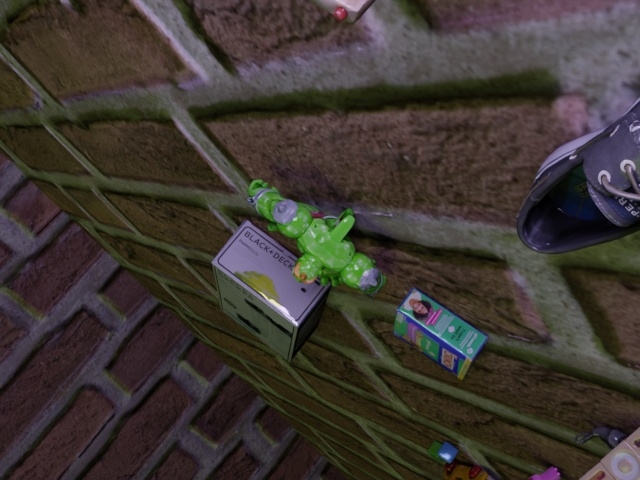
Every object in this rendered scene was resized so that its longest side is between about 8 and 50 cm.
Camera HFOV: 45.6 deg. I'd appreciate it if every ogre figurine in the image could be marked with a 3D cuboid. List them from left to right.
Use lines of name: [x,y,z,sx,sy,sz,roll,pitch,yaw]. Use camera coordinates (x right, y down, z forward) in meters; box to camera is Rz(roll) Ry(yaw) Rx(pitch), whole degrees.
ogre figurine: [0.000,0.000,0.876,0.197,0.096,0.118,58,177,-7]

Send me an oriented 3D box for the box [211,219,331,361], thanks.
box: [-0.084,0.093,1.253,0.169,0.087,0.290,37,162,7]

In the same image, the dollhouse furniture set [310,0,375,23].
dollhouse furniture set: [0.079,-0.144,0.307,0.183,0.129,0.129,38,162,6]

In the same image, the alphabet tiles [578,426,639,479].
alphabet tiles: [0.374,0.303,0.750,0.237,0.009,0.198,51,126,28]

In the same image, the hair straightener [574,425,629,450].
hair straightener: [0.387,0.276,0.835,0.230,0.047,0.089,25,157,38]

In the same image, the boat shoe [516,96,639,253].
boat shoe: [0.182,-0.038,0.443,0.080,0.076,0.228,41,162,-6]

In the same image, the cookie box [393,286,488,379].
cookie box: [0.145,0.117,0.938,0.107,0.040,0.092,33,160,17]

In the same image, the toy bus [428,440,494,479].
toy bus: [0.281,0.496,1.468,0.191,0.104,0.202,26,157,36]

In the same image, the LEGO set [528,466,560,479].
LEGO set: [0.398,0.424,1.128,0.227,0.093,0.087,42,-166,-23]
